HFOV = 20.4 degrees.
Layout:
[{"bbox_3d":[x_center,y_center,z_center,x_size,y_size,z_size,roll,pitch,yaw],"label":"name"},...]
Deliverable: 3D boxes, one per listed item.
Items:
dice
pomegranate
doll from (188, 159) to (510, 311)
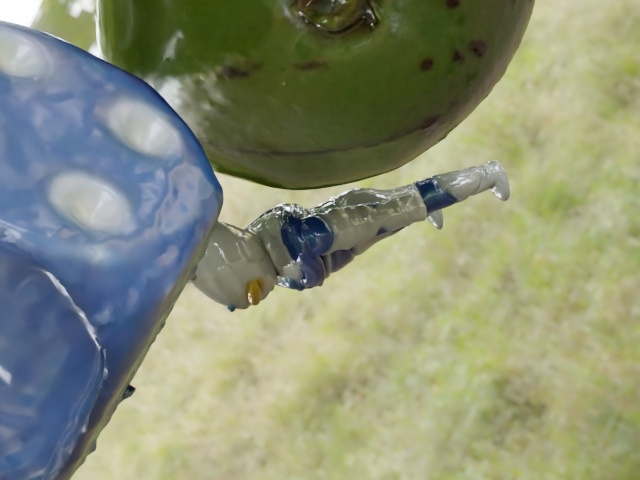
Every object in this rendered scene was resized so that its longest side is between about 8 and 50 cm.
[{"bbox_3d":[-0.129,0.008,0.707,0.143,0.146,0.146,-59,2,31],"label":"dice"},{"bbox_3d":[-0.010,-0.156,0.963,0.254,0.254,0.270,-65,21,11],"label":"pomegranate"},{"bbox_3d":[0.000,0.000,1.070,0.227,0.057,0.114,-14,0,-32],"label":"doll"}]
